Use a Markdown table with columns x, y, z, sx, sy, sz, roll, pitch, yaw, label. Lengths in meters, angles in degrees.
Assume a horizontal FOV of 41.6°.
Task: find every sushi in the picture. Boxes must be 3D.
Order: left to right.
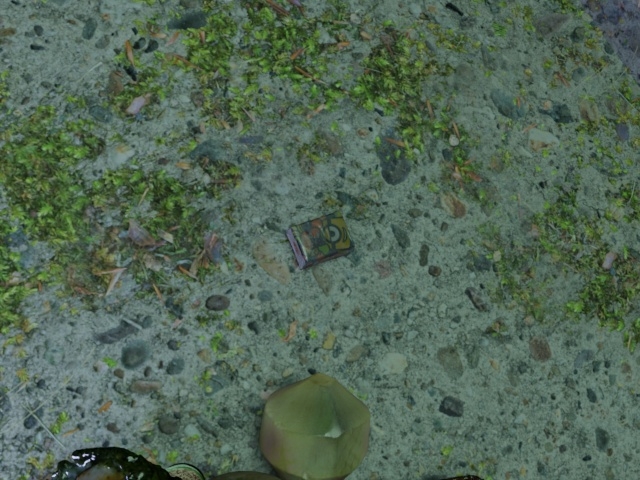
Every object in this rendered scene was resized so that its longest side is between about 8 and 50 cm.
| x | y | z | sx | sy | sz | roll | pitch | yaw | label |
| --- | --- | --- | --- | --- | --- | --- | --- | --- | --- |
| -0.445 | 0.591 | 1.649 | 0.294 | 0.178 | 0.352 | 0 | 58 | 27 | sushi |

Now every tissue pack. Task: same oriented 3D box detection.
| x | y | z | sx | sy | sz | roll | pitch | yaw | label |
| --- | --- | --- | --- | --- | --- | --- | --- | --- | --- |
| 0.000 | 0.000 | 2.152 | 0.148 | 0.060 | 0.108 | -19 | 78 | -24 | tissue pack |

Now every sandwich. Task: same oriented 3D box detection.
| x | y | z | sx | sy | sz | roll | pitch | yaw | label |
| --- | --- | --- | --- | --- | --- | --- | --- | --- | --- |
| -0.309 | 0.528 | 1.868 | 0.101 | 0.026 | 0.069 | -15 | 81 | -21 | sandwich |

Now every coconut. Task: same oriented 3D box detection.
| x | y | z | sx | sy | sz | roll | pitch | yaw | label |
| --- | --- | --- | --- | --- | --- | --- | --- | --- | --- |
| -0.011 | 0.423 | 1.906 | 0.259 | 0.259 | 0.259 | 7 | 69 | -18 | coconut |

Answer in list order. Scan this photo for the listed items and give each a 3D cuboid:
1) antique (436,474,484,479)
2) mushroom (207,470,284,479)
| x | y | z | sx | sy | sz | roll | pitch | yaw | label |
| --- | --- | --- | --- | --- | --- | --- | --- | --- | --- |
| 0.257 | 0.624 | 2.007 | 0.310 | 0.087 | 0.093 | -5 | 72 | -21 | antique |
| -0.165 | 0.643 | 1.700 | 0.362 | 0.294 | 0.362 | -6 | 60 | 11 | mushroom |
